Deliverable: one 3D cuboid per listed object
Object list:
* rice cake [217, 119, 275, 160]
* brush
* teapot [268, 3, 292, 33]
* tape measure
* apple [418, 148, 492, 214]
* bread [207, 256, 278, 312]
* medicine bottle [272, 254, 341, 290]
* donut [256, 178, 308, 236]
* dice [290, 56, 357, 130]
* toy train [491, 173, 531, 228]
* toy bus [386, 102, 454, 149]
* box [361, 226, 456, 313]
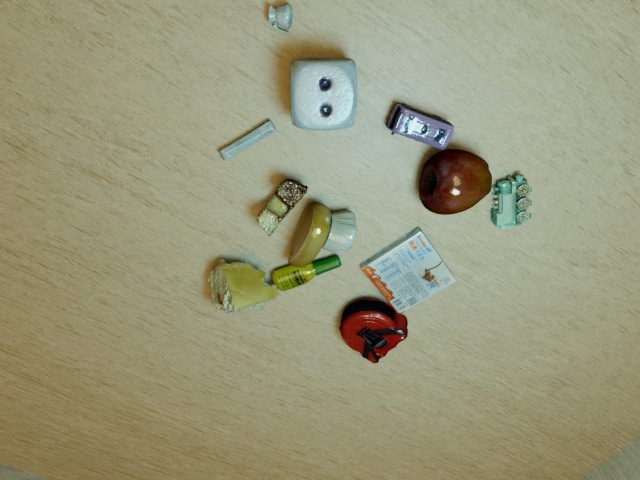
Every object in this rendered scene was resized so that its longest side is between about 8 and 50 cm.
[{"bbox_3d":[-0.241,-0.326,1.396,0.210,0.034,0.043,-28,111,12],"label":"rice cake"},{"bbox_3d":[0.000,0.000,1.501,0.166,0.174,0.267,17,123,-20],"label":"brush"},{"bbox_3d":[-0.116,-0.641,1.234,0.064,0.064,0.083,7,148,3],"label":"teapot"},{"bbox_3d":[0.198,0.352,1.685,0.260,0.114,0.253,32,123,-13],"label":"tape measure"},{"bbox_3d":[0.435,-0.190,1.385,0.233,0.234,0.234,-1,117,-1],"label":"apple"},{"bbox_3d":[-0.298,0.156,1.585,0.183,0.224,0.211,-30,73,42],"label":"bread"},{"bbox_3d":[-0.049,0.115,1.606,0.260,0.064,0.095,-19,115,7],"label":"medicine bottle"},{"bbox_3d":[-0.131,-0.127,1.446,0.085,0.141,0.217,38,110,-8],"label":"donut"},{"bbox_3d":[0.007,-0.436,1.262,0.194,0.193,0.192,0,115,-3],"label":"dice"},{"bbox_3d":[0.667,-0.136,1.496,0.125,0.081,0.194,-9,118,8],"label":"toy train"},{"bbox_3d":[0.314,-0.360,1.354,0.198,0.108,0.096,17,115,-10],"label":"toy bus"},{"bbox_3d":[0.337,0.122,1.629,0.265,0.048,0.273,-33,112,15],"label":"box"}]
